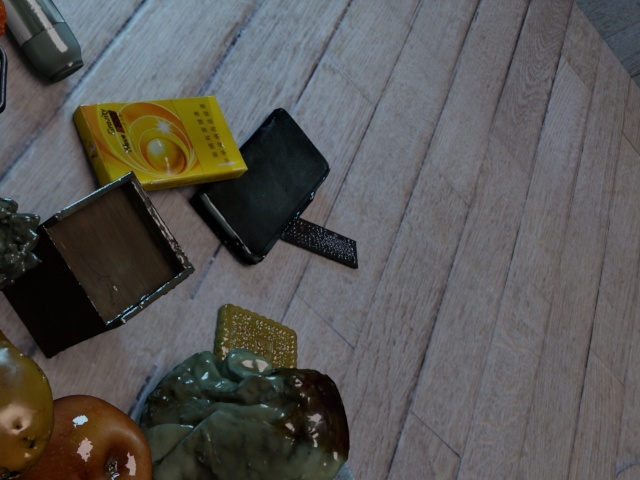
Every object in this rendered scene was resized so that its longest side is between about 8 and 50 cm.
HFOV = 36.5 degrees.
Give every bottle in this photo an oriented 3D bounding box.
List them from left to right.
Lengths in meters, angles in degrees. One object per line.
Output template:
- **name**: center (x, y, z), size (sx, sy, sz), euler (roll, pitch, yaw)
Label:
- **bottle**: center (-0.452, -0.362, 1.477), size (0.254, 0.079, 0.096), euler (58, 3, -7)

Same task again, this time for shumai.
- **shumai**: center (-0.098, 0.283, 1.368), size (0.304, 0.263, 0.309), euler (-17, 78, -39)

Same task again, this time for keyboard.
- **keyboard**: center (0.000, 0.000, 1.832), size (0.198, 0.010, 0.064), euler (22, 55, -39)

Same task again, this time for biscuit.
- **biscuit**: center (-0.107, 0.241, 1.588), size (0.172, 0.029, 0.255), euler (27, 54, -37)

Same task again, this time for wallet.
- **wallet**: center (-0.098, -0.101, 1.750), size (0.172, 0.045, 0.318), euler (49, 44, -14)

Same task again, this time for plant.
- **plant**: center (-0.440, 0.006, 1.216), size (0.129, 0.194, 0.132), euler (2, 71, -47)

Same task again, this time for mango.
- **mango**: center (-0.409, 0.175, 1.162), size (0.249, 0.156, 0.151), euler (54, -10, 40)

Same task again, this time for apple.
- **apple**: center (-0.307, 0.298, 1.244), size (0.201, 0.162, 0.201), euler (24, 53, -37)

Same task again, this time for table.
- **table**: center (-0.313, 0.031, 1.341), size (0.169, 0.193, 0.172), euler (58, 41, -8)

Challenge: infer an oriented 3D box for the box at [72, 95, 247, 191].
- **box**: center (-0.257, -0.157, 1.582), size (0.269, 0.043, 0.152), euler (-12, 71, -43)

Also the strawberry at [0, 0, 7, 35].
- **strawberry**: center (-0.535, -0.321, 1.354), size (0.188, 0.121, 0.082), euler (14, 74, -25)

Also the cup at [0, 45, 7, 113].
- **cup**: center (-0.497, -0.198, 1.293), size (0.176, 0.131, 0.155), euler (-19, 92, -12)

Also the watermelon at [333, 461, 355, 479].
- **watermelon**: center (0.053, 0.470, 1.507), size (0.319, 0.213, 0.290), euler (24, 51, -21)
